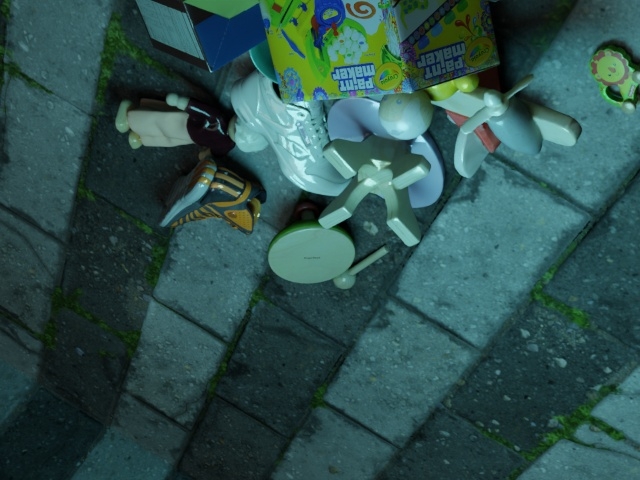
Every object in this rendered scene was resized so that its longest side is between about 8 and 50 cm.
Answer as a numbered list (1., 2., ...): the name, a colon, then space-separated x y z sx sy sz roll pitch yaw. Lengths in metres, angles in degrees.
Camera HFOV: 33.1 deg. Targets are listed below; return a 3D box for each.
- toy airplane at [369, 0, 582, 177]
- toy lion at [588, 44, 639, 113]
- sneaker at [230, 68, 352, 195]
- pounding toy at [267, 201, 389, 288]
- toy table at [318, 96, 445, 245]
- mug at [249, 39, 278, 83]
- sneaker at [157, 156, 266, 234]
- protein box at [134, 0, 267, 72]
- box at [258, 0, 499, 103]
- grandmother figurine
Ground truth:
1. toy airplane: 0.200 -0.243 1.747 0.384 0.272 0.386 48 157 -1
2. toy lion: 0.477 -0.264 1.737 0.096 0.034 0.100 26 140 20
3. sneaker: -0.034 -0.208 2.062 0.305 0.114 0.152 46 134 -17
4. pounding toy: 0.000 0.000 2.277 0.237 0.110 0.183 17 135 -27
5. toy table: 0.107 -0.127 1.990 0.274 0.160 0.252 37 132 -14
6. mug: -0.038 -0.352 1.931 0.158 0.097 0.129 16 140 16
7. sneaker: -0.230 -0.065 2.328 0.180 0.124 0.321 26 160 -19
8. protein box: -0.183 -0.411 1.842 0.201 0.200 0.136 30 148 47
9. box: 0.062 -0.349 1.498 0.290 0.177 0.279 6 112 52
10. grandmother figurine: -0.250 -0.235 2.198 0.343 0.104 0.208 7 160 25
